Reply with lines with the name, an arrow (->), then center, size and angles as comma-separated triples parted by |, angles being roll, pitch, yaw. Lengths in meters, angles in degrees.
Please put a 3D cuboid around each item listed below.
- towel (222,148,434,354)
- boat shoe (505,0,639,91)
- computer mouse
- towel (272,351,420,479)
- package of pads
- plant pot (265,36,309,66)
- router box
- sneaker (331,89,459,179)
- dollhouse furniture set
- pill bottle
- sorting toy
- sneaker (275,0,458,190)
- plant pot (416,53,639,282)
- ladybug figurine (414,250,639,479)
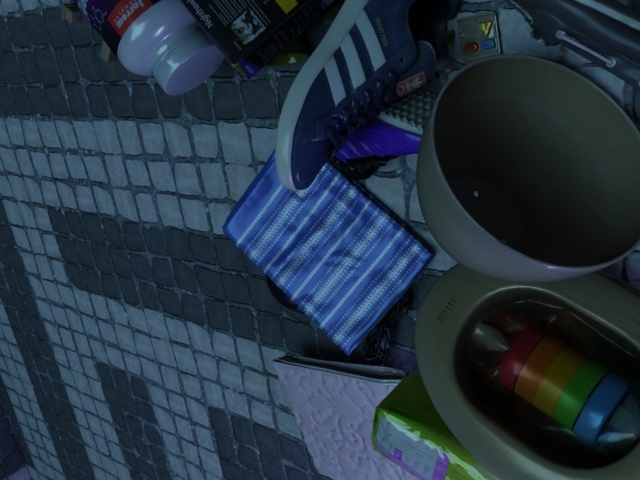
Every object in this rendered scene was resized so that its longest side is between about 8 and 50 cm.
towel -> 0.000, 0.000, 1.135 | 0.336, 0.040, 0.243 | 43, 108, 14
boat shoe -> 0.324, -0.227, 0.756 | 0.335, 0.112, 0.095 | 33, 125, 18
computer mouse -> 0.028, 0.102, 1.215 | 0.272, 0.072, 0.188 | 24, 125, 14
towel -> 0.080, 0.373, 1.296 | 0.317, 0.053, 0.331 | 3, 123, 39
package of pads -> 0.251, 0.301, 1.013 | 0.297, 0.229, 0.101 | 25, 126, 28
plant pot -> -0.066, -0.331, 1.060 | 0.083, 0.083, 0.079 | -5, 97, 42
router box -> -0.115, -0.434, 0.951 | 0.243, 0.081, 0.308 | -38, 84, 8
sneaker -> 0.087, -0.157, 1.012 | 0.293, 0.102, 0.146 | 23, 132, 34
dollhouse furniture set -> -0.462, -0.443, 1.268 | 0.101, 0.161, 0.182 | 43, 132, 15
pill bottle -> -0.304, -0.407, 1.092 | 0.323, 0.181, 0.181 | 52, 135, 4
sorting toy -> 0.205, -0.275, 0.899 | 0.083, 0.012, 0.062 | 0, 112, 40
sneaker -> 0.068, -0.209, 0.869 | 0.148, 0.131, 0.350 | 26, 86, 16
plant pot -> 0.239, -0.062, 0.829 | 0.284, 0.284, 0.191 | 48, 155, 10
ladybug figurine -> 0.335, 0.194, 0.884 | 0.449, 0.162, 0.305 | 38, 96, 34
